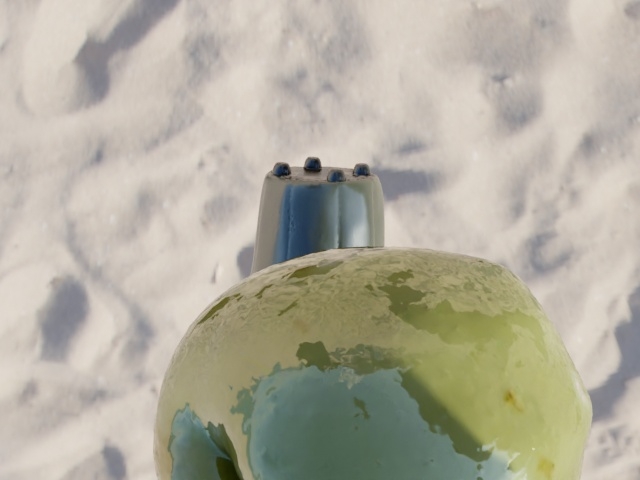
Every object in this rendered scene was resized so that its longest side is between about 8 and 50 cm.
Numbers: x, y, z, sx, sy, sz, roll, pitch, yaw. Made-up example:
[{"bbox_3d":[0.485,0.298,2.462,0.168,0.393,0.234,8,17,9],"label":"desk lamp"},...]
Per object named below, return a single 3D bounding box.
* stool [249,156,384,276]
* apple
[{"bbox_3d":[0.000,0.000,0.942,0.096,0.096,0.110,1,102,-5],"label":"stool"},{"bbox_3d":[0.024,0.092,0.624,0.200,0.200,0.200,-2,126,-3],"label":"apple"}]
